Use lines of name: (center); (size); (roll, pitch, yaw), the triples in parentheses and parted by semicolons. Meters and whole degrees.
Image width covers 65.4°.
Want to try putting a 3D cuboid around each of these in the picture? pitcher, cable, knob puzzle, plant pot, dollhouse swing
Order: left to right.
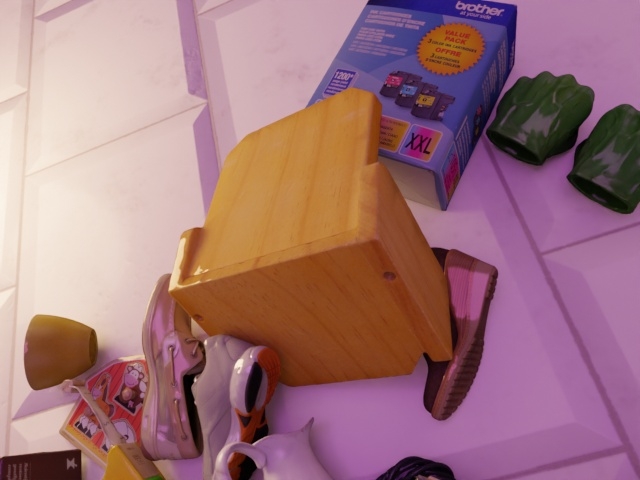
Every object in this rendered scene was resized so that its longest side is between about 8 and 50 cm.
plant pot: (-0.462, 0.198, 0.905); (0.095, 0.134, 0.134); (-3, 64, -12)
knob puzzle: (-0.356, 0.289, 0.875); (0.213, 0.030, 0.213); (-7, 65, 16)
pitcher: (-0.044, 0.359, 0.662); (0.125, 0.177, 0.207); (-44, 56, 34)
dollhouse swing: (0.000, 0.000, 0.777); (0.346, 0.315, 0.305); (-17, 33, 31)
cable: (0.143, 0.391, 0.664); (0.150, 0.047, 0.185); (-32, 65, -6)

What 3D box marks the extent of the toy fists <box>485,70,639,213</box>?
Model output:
toy fists: (0.411, -0.164, 0.787); (0.279, 0.096, 0.142); (38, 93, 26)

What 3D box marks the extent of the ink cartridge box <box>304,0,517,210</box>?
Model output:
ink cartridge box: (0.170, -0.286, 0.889); (0.269, 0.151, 0.396); (22, 74, 25)

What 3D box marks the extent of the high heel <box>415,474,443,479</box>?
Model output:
high heel: (0.185, 0.415, 0.576); (0.261, 0.093, 0.186); (35, 75, 4)

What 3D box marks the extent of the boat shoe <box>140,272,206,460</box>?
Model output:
boat shoe: (-0.231, 0.203, 0.832); (0.098, 0.109, 0.303); (-5, 72, 10)

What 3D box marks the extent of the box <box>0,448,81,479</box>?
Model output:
box: (-0.512, 0.437, 0.778); (0.203, 0.167, 0.169); (-18, 67, 11)

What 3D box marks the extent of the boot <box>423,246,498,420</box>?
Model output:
boot: (0.144, 0.125, 0.770); (0.206, 0.090, 0.249); (11, 74, 36)

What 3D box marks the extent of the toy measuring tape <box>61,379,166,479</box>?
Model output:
toy measuring tape: (-0.332, 0.368, 0.775); (0.330, 0.121, 0.121); (40, 84, 21)

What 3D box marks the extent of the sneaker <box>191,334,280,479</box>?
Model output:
sneaker: (-0.144, 0.261, 0.750); (0.120, 0.099, 0.263); (20, 102, 29)
